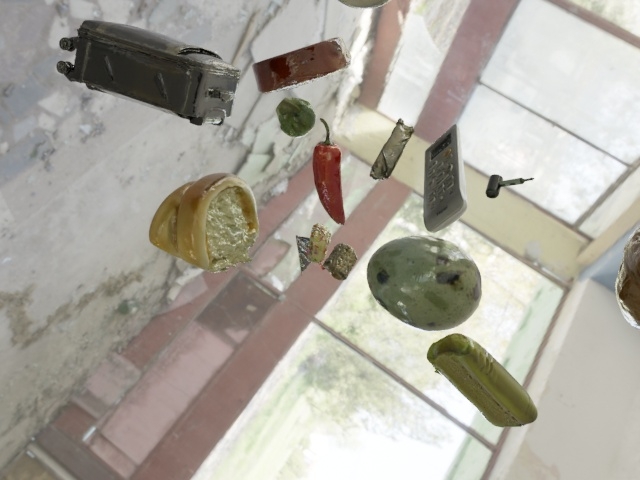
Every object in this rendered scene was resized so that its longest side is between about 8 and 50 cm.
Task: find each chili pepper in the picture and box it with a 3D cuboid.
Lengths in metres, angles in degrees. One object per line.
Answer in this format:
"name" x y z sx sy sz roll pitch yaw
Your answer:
"chili pepper" 0.019 -0.148 1.266 0.063 0.071 0.272 -63 150 -55

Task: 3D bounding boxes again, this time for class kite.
"kite" -0.046 0.055 2.301 0.009 0.189 0.232 -36 -173 46

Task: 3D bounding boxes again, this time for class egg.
"egg" 0.370 0.152 1.982 0.345 0.428 0.345 -168 -90 -77

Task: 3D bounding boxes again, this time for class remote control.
"remote control" 0.288 -0.141 1.246 0.109 0.055 0.313 -43 -157 37

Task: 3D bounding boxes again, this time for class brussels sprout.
"brussels sprout" -0.104 -0.539 2.387 0.161 0.180 0.144 -33 -176 38

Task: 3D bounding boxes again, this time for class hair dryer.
"hair dryer" 0.779 -0.234 2.259 0.198 0.057 0.100 -10 -136 40

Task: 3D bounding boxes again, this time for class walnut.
"walnut" 0.934 0.082 1.408 0.398 0.308 0.354 -38 167 -48

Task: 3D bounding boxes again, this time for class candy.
"candy" 0.061 0.067 1.705 0.110 0.085 0.095 -54 -146 -14

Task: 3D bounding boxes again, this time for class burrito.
"burrito" 0.168 -0.210 1.282 0.171 0.051 0.042 -60 169 -24

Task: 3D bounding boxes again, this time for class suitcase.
"suitcase" -0.435 -0.450 1.471 0.283 0.434 0.194 -33 143 -69

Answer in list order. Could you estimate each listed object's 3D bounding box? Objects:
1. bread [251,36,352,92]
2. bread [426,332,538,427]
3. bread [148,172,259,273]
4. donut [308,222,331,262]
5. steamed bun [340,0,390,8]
"bread" -0.065 -0.576 1.831 0.295 0.328 0.114 -53 129 -67
"bread" 0.468 0.398 1.583 0.166 0.383 0.112 -24 -151 47
"bread" -0.373 -0.053 1.890 0.245 0.329 0.424 -16 -168 25
"donut" 0.000 -0.003 1.917 0.166 0.065 0.108 -68 165 -63
"steamed bun" 0.111 -0.692 1.341 0.145 0.232 0.232 -87 -164 -47
